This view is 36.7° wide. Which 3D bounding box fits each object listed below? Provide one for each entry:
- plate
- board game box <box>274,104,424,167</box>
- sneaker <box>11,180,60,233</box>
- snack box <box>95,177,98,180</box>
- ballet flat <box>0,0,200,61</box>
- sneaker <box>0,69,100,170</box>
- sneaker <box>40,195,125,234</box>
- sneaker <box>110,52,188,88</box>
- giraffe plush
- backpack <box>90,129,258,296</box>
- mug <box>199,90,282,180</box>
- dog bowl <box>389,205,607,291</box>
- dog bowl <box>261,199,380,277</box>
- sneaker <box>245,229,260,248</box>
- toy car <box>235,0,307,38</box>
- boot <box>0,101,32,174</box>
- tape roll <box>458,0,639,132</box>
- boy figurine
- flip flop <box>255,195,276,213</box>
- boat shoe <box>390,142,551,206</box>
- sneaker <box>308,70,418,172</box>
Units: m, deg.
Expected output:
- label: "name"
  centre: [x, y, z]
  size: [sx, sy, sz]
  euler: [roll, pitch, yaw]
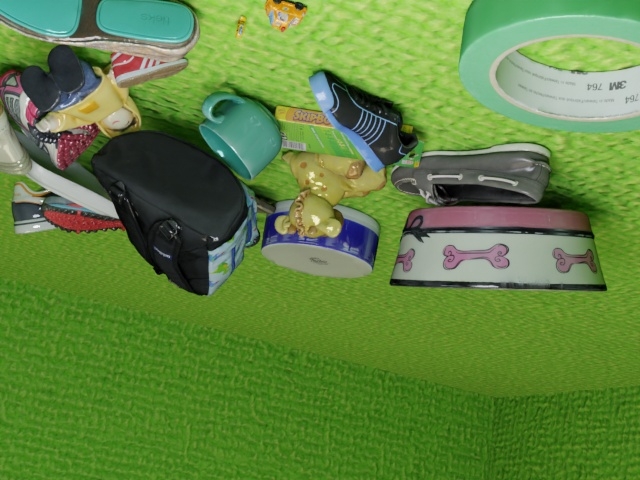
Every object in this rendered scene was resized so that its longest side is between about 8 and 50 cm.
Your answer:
- label: "plate"
  centre: [-0.531, -0.137, 1.936]
  size: [0.278, 0.045, 0.277]
  euler: [35, -178, 39]
- label: "board game box"
  centre: [0.050, -0.179, 1.691]
  size: [0.259, 0.039, 0.124]
  euler: [12, 163, 4]
- label: "sneaker"
  centre: [-0.539, -0.097, 2.195]
  size: [0.321, 0.128, 0.126]
  euler: [-9, -178, -32]
- label: "snack box"
  centre: [-0.332, -0.136, 2.000]
  size: [0.207, 0.070, 0.174]
  euler: [-5, 158, 44]
- label: "ballet flat"
  centre: [-0.330, -0.310, 1.365]
  size: [0.315, 0.108, 0.106]
  euler: [14, 171, -9]
- label: "sneaker"
  centre: [-0.488, -0.225, 1.759]
  size: [0.112, 0.121, 0.299]
  euler: [38, 168, 10]
- label: "sneaker"
  centre: [-0.483, -0.087, 2.118]
  size: [0.261, 0.125, 0.104]
  euler: [0, 152, -27]
- label: "sneaker"
  centre: [-0.273, -0.287, 1.526]
  size: [0.118, 0.067, 0.042]
  euler: [-17, 167, -16]
- label: "giraffe plush"
  centre: [0.006, -0.079, 1.812]
  size: [0.210, 0.171, 0.181]
  euler: [19, 161, -30]
- label: "backpack"
  centre: [-0.244, -0.038, 1.783]
  size: [0.290, 0.273, 0.356]
  euler: [30, 146, 15]
- label: "mug"
  centre: [-0.127, -0.185, 1.625]
  size: [0.129, 0.097, 0.158]
  euler: [43, 167, 9]
- label: "dog bowl"
  centre: [0.336, 0.019, 1.841]
  size: [0.407, 0.150, 0.408]
  euler: [1, 177, 0]
- label: "dog bowl"
  centre: [0.000, 0.000, 2.203]
  size: [0.264, 0.104, 0.265]
  euler: [9, 164, 3]
- label: "sneaker"
  centre: [-0.243, -0.029, 2.344]
  size: [0.223, 0.083, 0.098]
  euler: [8, -173, 14]
- label: "toy car"
  centre: [-0.070, -0.299, 1.348]
  size: [0.060, 0.041, 0.122]
  euler: [19, 161, -29]
- label: "boot"
  centre: [-0.612, -0.211, 1.730]
  size: [0.213, 0.077, 0.165]
  euler: [31, 155, 30]
- label: "tape roll"
  centre: [0.342, -0.238, 1.248]
  size: [0.321, 0.077, 0.321]
  euler: [9, 163, 3]
- label: "boy figurine"
  centre: [-0.387, -0.229, 1.596]
  size: [0.177, 0.092, 0.285]
  euler: [-34, 167, 5]
- label: "flip flop"
  centre: [-0.212, -0.061, 2.164]
  size: [0.277, 0.080, 0.112]
  euler: [-2, 160, 37]
- label: "boat shoe"
  centre: [0.253, -0.102, 1.721]
  size: [0.335, 0.096, 0.112]
  euler: [-6, 157, 43]
- label: "sneaker"
  centre: [0.071, -0.204, 1.545]
  size: [0.090, 0.081, 0.232]
  euler: [-30, 137, 17]
